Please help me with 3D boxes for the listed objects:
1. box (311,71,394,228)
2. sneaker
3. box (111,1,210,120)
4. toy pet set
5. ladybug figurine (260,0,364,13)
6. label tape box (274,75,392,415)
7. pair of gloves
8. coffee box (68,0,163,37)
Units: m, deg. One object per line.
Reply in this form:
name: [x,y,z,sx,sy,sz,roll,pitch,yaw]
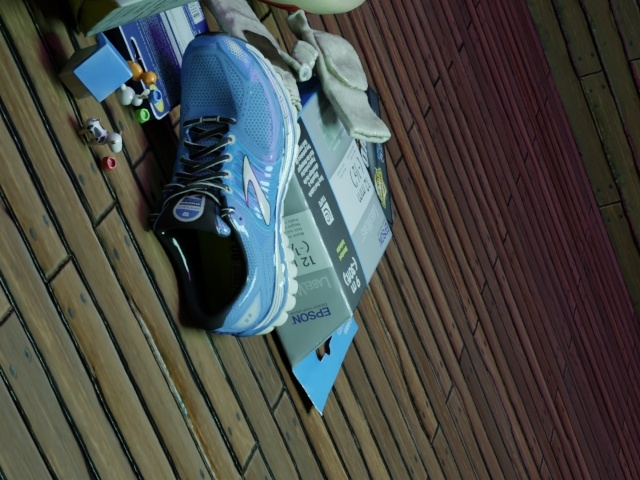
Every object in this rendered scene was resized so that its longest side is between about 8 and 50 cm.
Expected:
box: [0.038,-0.139,2.217,0.175,0.051,0.220,40,40,-57]
sneaker: [-0.102,-0.057,1.670,0.147,0.130,0.330,-10,94,-64]
box: [-0.177,-0.217,1.745,0.225,0.036,0.136,-51,122,-67]
toy pet set: [-0.196,-0.151,1.572,0.114,0.065,0.122,52,45,-29]
ladybug figurine: [-0.047,-0.431,2.052,0.449,0.162,0.305,-32,104,-68]
label tape box: [0.000,0.000,1.936,0.348,0.115,0.249,66,22,-17]
pair of gloves: [-0.025,-0.218,1.890,0.240,0.042,0.204,17,37,-41]
coffee box: [-0.114,-0.408,1.467,0.338,0.334,0.337,-166,-124,-76]
